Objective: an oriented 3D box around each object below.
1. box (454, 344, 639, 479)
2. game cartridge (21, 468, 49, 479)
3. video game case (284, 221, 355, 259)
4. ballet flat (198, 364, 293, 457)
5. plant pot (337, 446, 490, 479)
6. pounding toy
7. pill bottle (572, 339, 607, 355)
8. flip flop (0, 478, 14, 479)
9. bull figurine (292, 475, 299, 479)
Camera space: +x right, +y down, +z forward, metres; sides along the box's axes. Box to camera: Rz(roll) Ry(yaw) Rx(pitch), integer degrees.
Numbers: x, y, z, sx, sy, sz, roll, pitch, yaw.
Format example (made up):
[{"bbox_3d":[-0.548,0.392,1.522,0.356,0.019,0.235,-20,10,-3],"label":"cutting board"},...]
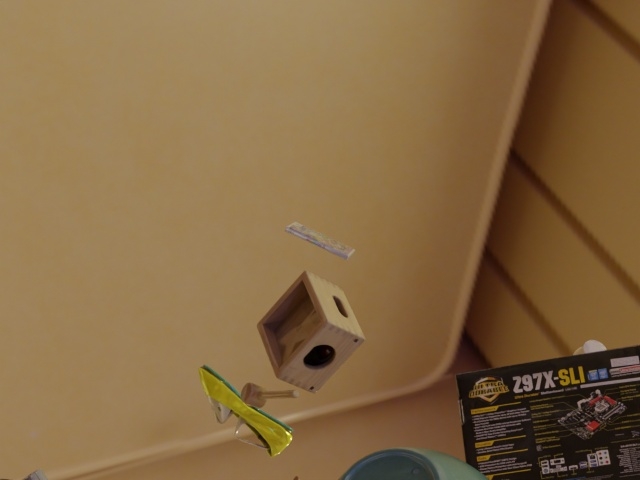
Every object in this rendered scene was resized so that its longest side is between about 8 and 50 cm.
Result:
[{"bbox_3d":[0.382,0.310,1.845,0.079,0.321,0.257,65,17,-52],"label":"box"},{"bbox_3d":[-0.522,0.538,2.140,0.294,0.060,0.196,-35,-96,45],"label":"game cartridge"},{"bbox_3d":[0.000,0.000,2.117,0.087,0.122,0.011,-38,152,-79],"label":"video game case"},{"bbox_3d":[-0.155,0.331,2.261,0.231,0.077,0.077,39,-13,-12],"label":"ballet flat"},{"bbox_3d":[0.106,0.366,1.451,0.290,0.290,0.195,47,-14,50],"label":"plant pot"},{"bbox_3d":[-0.030,0.188,1.840,0.206,0.094,0.181,-49,-143,19],"label":"pounding toy"},{"bbox_3d":[0.510,0.244,2.288,0.065,0.065,0.116,61,-28,34],"label":"pill bottle"},{"bbox_3d":[-0.462,0.488,1.940,0.277,0.112,0.080,31,-62,10],"label":"flip flop"},{"bbox_3d":[-0.027,0.472,1.968,0.188,0.310,0.101,-41,-117,18],"label":"bull figurine"}]
